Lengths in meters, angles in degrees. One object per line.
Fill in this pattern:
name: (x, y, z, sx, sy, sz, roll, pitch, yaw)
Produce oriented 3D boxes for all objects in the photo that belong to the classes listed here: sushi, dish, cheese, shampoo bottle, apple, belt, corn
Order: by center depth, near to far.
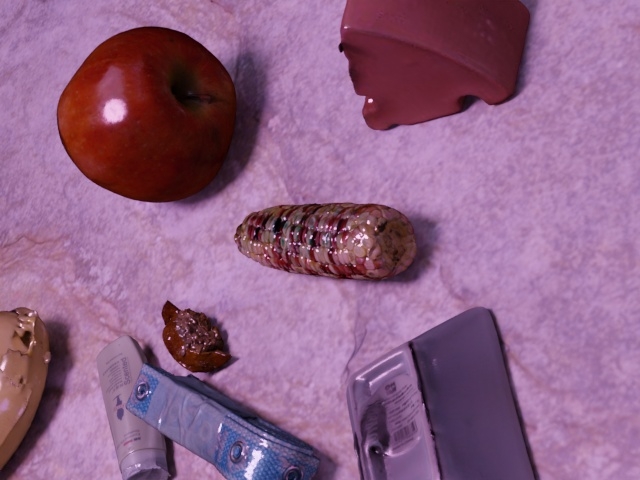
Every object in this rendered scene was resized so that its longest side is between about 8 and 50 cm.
dish: (0.090, 0.184, 1.147, 0.182, 0.080, 0.243, -35, 43, 27)
cheese: (0.130, -0.206, 1.339, 0.177, 0.203, 0.128, 8, 65, 17)
belt: (-0.112, 0.208, 1.346, 0.302, 0.087, 0.072, 21, 90, 51)
corn: (0.000, 0.000, 1.359, 0.253, 0.086, 0.086, 1, 67, 50)
sushi: (-0.149, 0.116, 1.472, 0.055, 0.052, 0.120, -64, 34, 18)
shampoo bottle: (-0.227, 0.209, 1.493, 0.072, 0.049, 0.212, -35, 44, 12)
apple: (-0.228, -0.159, 1.600, 0.230, 0.230, 0.230, -26, 49, 34)
cheese: (-0.479, 0.216, 1.709, 0.316, 0.128, 0.259, -47, 47, 24)
